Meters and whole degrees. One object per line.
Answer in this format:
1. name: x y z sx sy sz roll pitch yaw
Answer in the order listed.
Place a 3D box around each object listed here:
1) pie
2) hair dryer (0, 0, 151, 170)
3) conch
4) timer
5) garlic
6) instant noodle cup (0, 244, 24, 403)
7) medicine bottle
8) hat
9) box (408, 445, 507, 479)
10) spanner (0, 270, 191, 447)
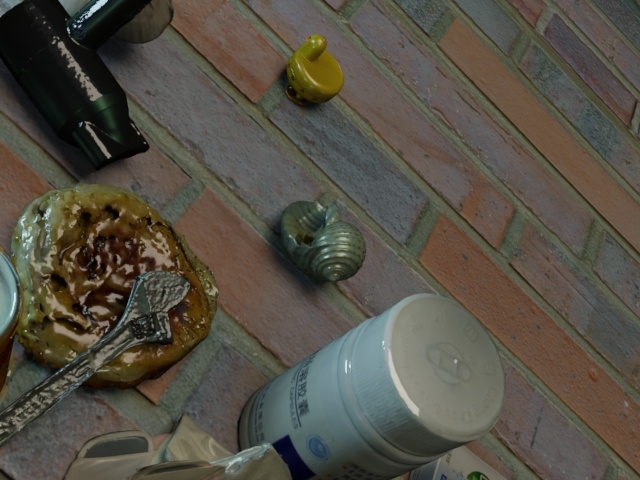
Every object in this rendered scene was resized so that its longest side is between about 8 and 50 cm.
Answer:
1. pie: -0.267 0.049 1.199 0.308 0.085 0.308 19 59 -34
2. hair dryer: -0.268 -0.264 1.265 0.244 0.302 0.116 52 16 0
3. conch: -0.002 0.007 1.447 0.135 0.102 0.153 11 23 -23
4. timer: -0.004 -0.299 1.639 0.107 0.109 0.107 22 51 -29
5. garlic: -0.336 -0.374 1.375 0.143 0.178 0.229 -42 72 -17
6. instant noodle cup: -0.412 0.088 0.973 0.215 0.172 0.216 17 51 -21
7. medicine bottle: 0.059 0.212 1.190 0.190 0.332 0.190 22 51 -29
8. hat: -0.165 0.291 1.080 0.226 0.219 0.164 -30 104 -28
9. box: 0.191 0.405 1.366 0.139 0.073 0.194 39 44 -13
10. spanner: -0.277 0.143 1.096 0.325 0.026 0.093 -38 100 -27
